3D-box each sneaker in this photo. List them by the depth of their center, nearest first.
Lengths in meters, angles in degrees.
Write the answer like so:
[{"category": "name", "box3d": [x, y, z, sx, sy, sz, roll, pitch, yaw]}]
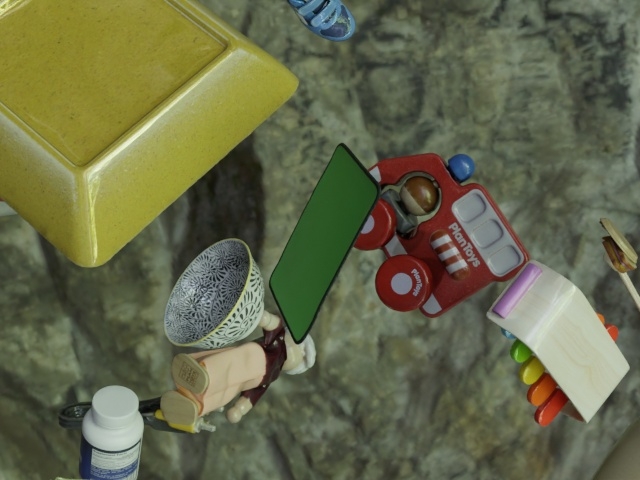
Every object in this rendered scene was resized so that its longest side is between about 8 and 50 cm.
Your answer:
[{"category": "sneaker", "box3d": [-0.012, -0.290, 1.129, 0.053, 0.144, 0.059, -49, -154, 7]}]

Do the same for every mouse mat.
[{"category": "mouse mat", "box3d": [0.000, 0.000, 0.987, 0.189, 0.007, 0.152, -63, -156, 16]}]

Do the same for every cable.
[{"category": "cable", "box3d": [-0.309, 0.287, 1.647, 0.139, 0.287, 0.072, -79, 175, -66]}]

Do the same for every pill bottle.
[{"category": "pill bottle", "box3d": [-0.325, 0.310, 1.456, 0.094, 0.094, 0.169, 41, -48, 35]}]

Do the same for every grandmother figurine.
[{"category": "grandmother figurine", "box3d": [-0.120, 0.209, 1.603, 0.104, 0.342, 0.207, 37, -66, 24]}]

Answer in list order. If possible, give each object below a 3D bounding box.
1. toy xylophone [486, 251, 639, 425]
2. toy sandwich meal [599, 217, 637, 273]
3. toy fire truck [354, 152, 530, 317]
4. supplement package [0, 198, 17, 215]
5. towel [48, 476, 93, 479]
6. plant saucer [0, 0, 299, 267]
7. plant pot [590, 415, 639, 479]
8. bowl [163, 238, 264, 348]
[{"category": "toy xylophone", "box3d": [0.397, 0.148, 1.447, 0.081, 0.236, 0.322, 30, -23, 51]}, {"category": "toy sandwich meal", "box3d": [0.400, 0.007, 1.271, 0.029, 0.085, 0.085, -39, -109, 19]}, {"category": "toy fire truck", "box3d": [0.198, -0.022, 1.665, 0.254, 0.169, 0.302, -34, -104, 18]}, {"category": "supplement package", "box3d": [-0.408, -0.136, 1.243, 0.293, 0.177, 0.175, -5, -100, 30]}, {"category": "towel", "box3d": [-0.250, 0.315, 1.015, 0.027, 0.110, 0.148, -101, -156, -58]}, {"category": "plant saucer", "box3d": [-0.248, -0.188, 1.018, 0.333, 0.333, 0.081, 38, -23, 16]}, {"category": "plant pot", "box3d": [0.568, 0.492, 1.670, 0.256, 0.274, 0.256, 44, -28, 30]}, {"category": "bowl", "box3d": [-0.132, 0.089, 1.299, 0.080, 0.170, 0.170, 39, -19, -34]}]
